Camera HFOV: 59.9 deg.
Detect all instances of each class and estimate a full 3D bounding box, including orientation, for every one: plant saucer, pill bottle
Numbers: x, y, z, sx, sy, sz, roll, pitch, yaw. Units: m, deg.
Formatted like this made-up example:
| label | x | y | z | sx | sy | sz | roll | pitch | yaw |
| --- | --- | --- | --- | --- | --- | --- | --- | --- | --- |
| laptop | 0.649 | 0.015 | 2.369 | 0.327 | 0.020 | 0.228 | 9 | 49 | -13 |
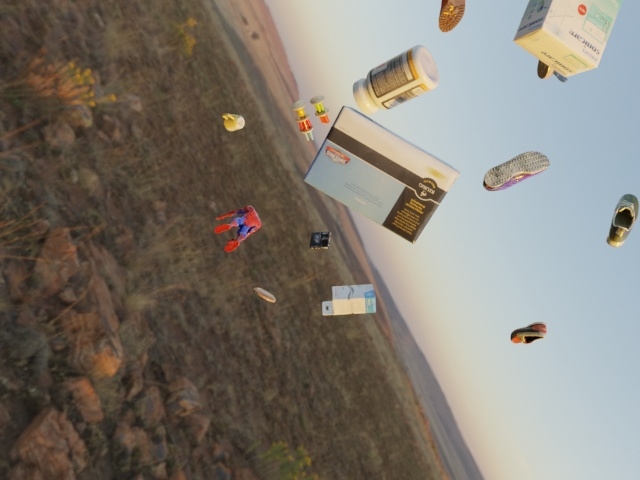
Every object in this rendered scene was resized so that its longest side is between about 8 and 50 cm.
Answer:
| label | x | y | z | sx | sy | sz | roll | pitch | yaw |
| --- | --- | --- | --- | --- | --- | --- | --- | --- | --- |
| plant saucer | -0.184 | 0.177 | 1.830 | 0.083 | 0.013 | 0.083 | 31 | 2 | -1 |
| pill bottle | 0.263 | -0.561 | 1.967 | 0.162 | 0.278 | 0.162 | 27 | 55 | -46 |

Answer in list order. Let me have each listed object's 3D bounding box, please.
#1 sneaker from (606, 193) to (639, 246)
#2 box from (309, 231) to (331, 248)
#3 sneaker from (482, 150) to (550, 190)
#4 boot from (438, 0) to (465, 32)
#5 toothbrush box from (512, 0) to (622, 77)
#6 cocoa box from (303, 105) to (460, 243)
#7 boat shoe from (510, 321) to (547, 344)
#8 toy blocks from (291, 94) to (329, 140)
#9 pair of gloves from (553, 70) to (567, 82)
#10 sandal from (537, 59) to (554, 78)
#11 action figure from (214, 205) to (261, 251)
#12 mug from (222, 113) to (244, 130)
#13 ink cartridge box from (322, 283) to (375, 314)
| label | x | y | z | sx | sy | sz | roll | pitch | yaw |
| --- | --- | --- | --- | --- | --- | --- | --- | --- | --- |
| sneaker | 0.885 | -0.076 | 1.604 | 0.064 | 0.192 | 0.086 | 22 | -27 | 24 |
| box | 0.000 | 0.000 | 2.231 | 0.018 | 0.083 | 0.067 | 38 | 56 | -55 |
| sneaker | 0.840 | -0.292 | 2.416 | 0.146 | 0.293 | 0.102 | 67 | 5 | -72 |
| boot | 0.336 | -0.620 | 1.422 | 0.084 | 0.059 | 0.158 | -105 | -157 | -50 |
| toothbrush box | 0.711 | -0.653 | 1.572 | 0.216 | 0.295 | 0.126 | 26 | -6 | -18 |
| cocoa box | 0.165 | -0.186 | 1.531 | 0.347 | 0.228 | 0.231 | 30 | 14 | 0 |
| boat shoe | 0.580 | 0.267 | 1.552 | 0.137 | 0.049 | 0.043 | 131 | -26 | -56 |
| toy blocks | -0.023 | -0.428 | 1.963 | 0.054 | 0.123 | 0.148 | -92 | 165 | -46 |
| pair of gloves | 0.780 | -0.606 | 1.863 | 0.159 | 0.023 | 0.198 | 52 | 36 | -6 |
| sandal | 0.689 | -0.618 | 1.717 | 0.088 | 0.079 | 0.240 | -120 | -157 | -56 |
| action figure | -0.267 | -0.033 | 1.665 | 0.091 | 0.139 | 0.280 | 64 | 18 | -10 |
| mug | -0.320 | -0.437 | 2.054 | 0.064 | 0.078 | 0.062 | 10 | -75 | 46 |
| ink cartridge box | 0.093 | 0.201 | 1.886 | 0.104 | 0.180 | 0.060 | -92 | 178 | -69 |
